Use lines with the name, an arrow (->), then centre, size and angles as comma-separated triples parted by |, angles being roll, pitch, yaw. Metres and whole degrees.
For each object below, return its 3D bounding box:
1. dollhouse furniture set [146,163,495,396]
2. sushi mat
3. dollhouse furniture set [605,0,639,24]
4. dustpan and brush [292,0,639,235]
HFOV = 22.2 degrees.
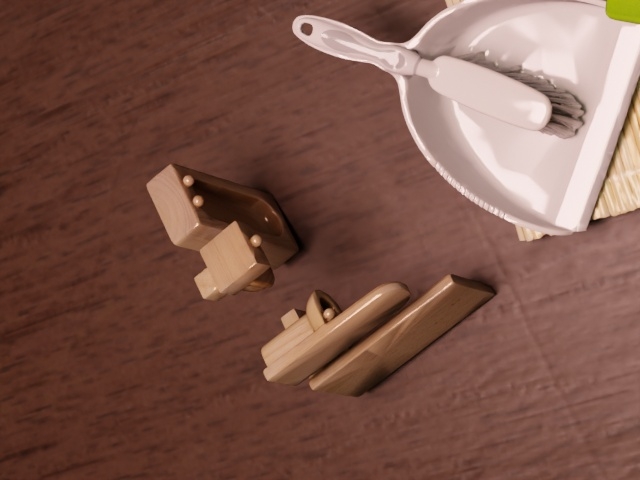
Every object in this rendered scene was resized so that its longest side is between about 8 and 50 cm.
dollhouse furniture set -> 0.000, 0.000, 1.060 | 0.123, 0.144, 0.151 | -38, 62, 22
sushi mat -> 0.146, -0.166, 1.015 | 0.151, 0.019, 0.316 | -19, 86, 31
dollhouse furniture set -> 0.269, -0.249, 0.833 | 0.151, 0.198, 0.301 | 14, 103, 29
dustpan and brush -> 0.081, -0.102, 1.014 | 0.211, 0.060, 0.147 | 25, 108, 26
